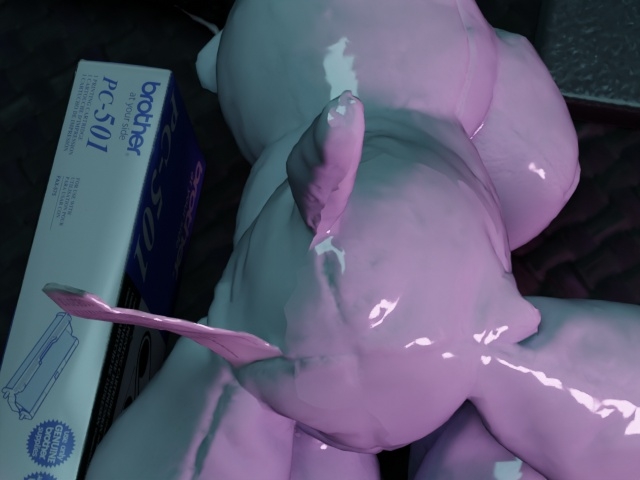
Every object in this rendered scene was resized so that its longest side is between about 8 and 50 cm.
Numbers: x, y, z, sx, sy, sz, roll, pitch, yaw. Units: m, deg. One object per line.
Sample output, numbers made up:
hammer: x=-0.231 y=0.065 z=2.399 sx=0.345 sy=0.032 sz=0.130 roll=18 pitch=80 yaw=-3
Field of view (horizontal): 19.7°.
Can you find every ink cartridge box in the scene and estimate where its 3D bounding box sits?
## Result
ink cartridge box: x=-0.096 y=0.037 z=0.791 sx=0.046 sy=0.097 sz=0.207 roll=7 pitch=69 yaw=9

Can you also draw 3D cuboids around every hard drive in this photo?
hard drive: x=0.153 y=-0.117 z=0.867 sx=0.094 sy=0.022 sz=0.135 roll=10 pitch=69 yaw=10

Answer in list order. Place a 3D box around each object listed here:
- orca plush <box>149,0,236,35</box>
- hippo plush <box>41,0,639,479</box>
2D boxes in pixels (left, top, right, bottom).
orca plush: x=-0.139 y=-0.162 z=0.861 sx=0.287 sy=0.102 sz=0.151 roll=43 pitch=91 yaw=9
hippo plush: x=0.000 y=0.000 z=0.739 sx=0.234 sy=0.294 sz=0.236 roll=-33 pitch=43 yaw=25
